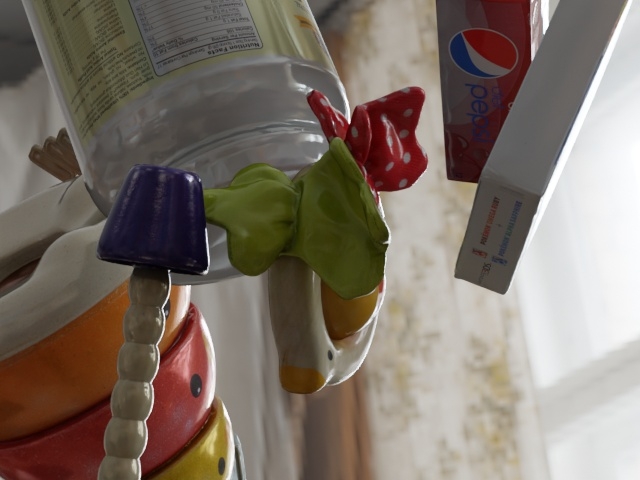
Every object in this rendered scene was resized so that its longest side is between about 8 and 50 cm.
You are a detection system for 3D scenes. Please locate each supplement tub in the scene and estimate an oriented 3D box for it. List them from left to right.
[{"bbox_3d":[-0.114,-0.149,1.655,0.235,0.325,0.235,-19,-22,-8],"label":"supplement tub"}]

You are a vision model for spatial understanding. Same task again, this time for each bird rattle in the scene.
[{"bbox_3d":[0.000,0.000,1.409,0.143,0.207,0.253,2,15,12],"label":"bird rattle"}]

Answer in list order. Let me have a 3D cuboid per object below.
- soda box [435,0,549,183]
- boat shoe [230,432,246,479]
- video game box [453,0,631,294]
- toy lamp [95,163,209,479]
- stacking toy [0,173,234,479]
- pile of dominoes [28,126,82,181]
[{"bbox_3d":[0.151,-0.165,1.660,0.083,0.092,0.263,8,-38,13],"label":"soda box"},{"bbox_3d":[-0.101,0.319,2.113,0.081,0.227,0.079,-14,10,-35],"label":"boat shoe"},{"bbox_3d":[0.154,-0.085,1.294,0.048,0.205,0.187,24,-20,5],"label":"video game box"},{"bbox_3d":[-0.123,0.087,1.275,0.080,0.275,0.080,7,-6,1],"label":"toy lamp"},{"bbox_3d":[-0.200,0.194,1.961,0.350,0.350,0.480,-20,-67,25],"label":"stacking toy"},{"bbox_3d":[-0.184,-0.075,2.061,0.196,0.040,0.251,45,-37,-16],"label":"pile of dominoes"}]
